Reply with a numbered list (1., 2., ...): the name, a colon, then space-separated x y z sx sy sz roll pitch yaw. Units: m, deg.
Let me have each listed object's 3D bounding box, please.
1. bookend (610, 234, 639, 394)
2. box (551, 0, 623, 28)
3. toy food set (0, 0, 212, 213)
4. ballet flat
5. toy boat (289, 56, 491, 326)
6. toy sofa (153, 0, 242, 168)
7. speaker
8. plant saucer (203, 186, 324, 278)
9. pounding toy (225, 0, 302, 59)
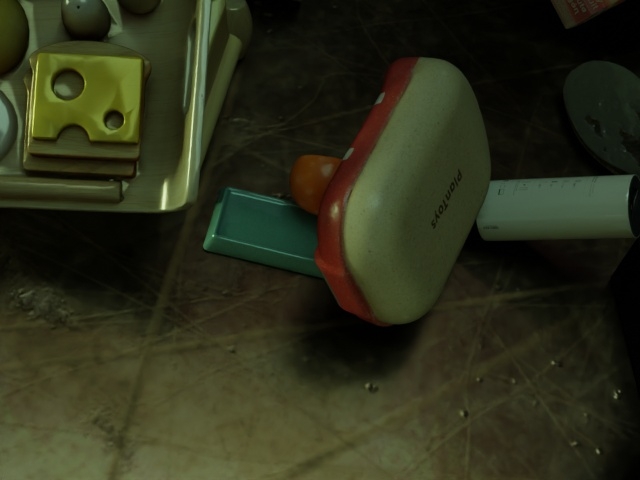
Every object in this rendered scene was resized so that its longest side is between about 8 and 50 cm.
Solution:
1. bookend: 0.345 0.081 1.044 0.157 0.072 0.156 2 56 -11
2. box: 0.264 -0.387 1.230 0.154 0.142 0.300 -29 93 -26
3. toy food set: -0.235 -0.139 0.919 0.306 0.092 0.220 3 81 -1
4. ballet flat: 0.318 -0.072 1.156 0.084 0.058 0.250 -43 63 6
5. toy boat: 0.042 -0.048 1.024 0.151 0.151 0.231 8 53 32
6. toy sofa: -0.261 -0.161 1.058 0.362 0.177 0.150 17 80 0
7. speaker: 0.205 -0.028 1.059 0.136 0.055 0.055 -2 50 28
8. plant saucer: 0.000 0.000 1.062 0.192 0.018 0.067 14 56 -3
9. pounding toy: -0.075 -0.318 1.175 0.154 0.154 0.269 7 55 -7
